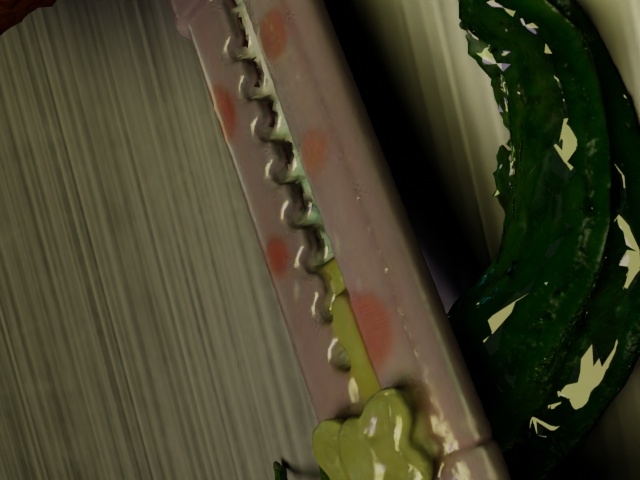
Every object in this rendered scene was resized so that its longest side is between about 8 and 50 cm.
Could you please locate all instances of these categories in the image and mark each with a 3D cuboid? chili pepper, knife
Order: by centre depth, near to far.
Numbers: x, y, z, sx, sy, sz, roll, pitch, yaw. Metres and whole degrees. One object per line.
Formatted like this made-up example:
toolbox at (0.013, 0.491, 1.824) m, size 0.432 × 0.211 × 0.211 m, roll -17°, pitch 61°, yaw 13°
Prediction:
knife at (-0.001, 0.000, 0.359) m, size 0.132 × 0.038 × 0.399 m, roll -35°, pitch 65°, yaw 40°
chili pepper at (0.050, 0.040, 0.380) m, size 0.122 × 0.065 × 0.279 m, roll 46°, pitch 124°, yaw 34°

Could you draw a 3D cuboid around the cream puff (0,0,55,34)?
cream puff at (-0.190, -0.220, 0.378) m, size 0.350 × 0.228 × 0.350 m, roll 0°, pitch 91°, yaw 16°
